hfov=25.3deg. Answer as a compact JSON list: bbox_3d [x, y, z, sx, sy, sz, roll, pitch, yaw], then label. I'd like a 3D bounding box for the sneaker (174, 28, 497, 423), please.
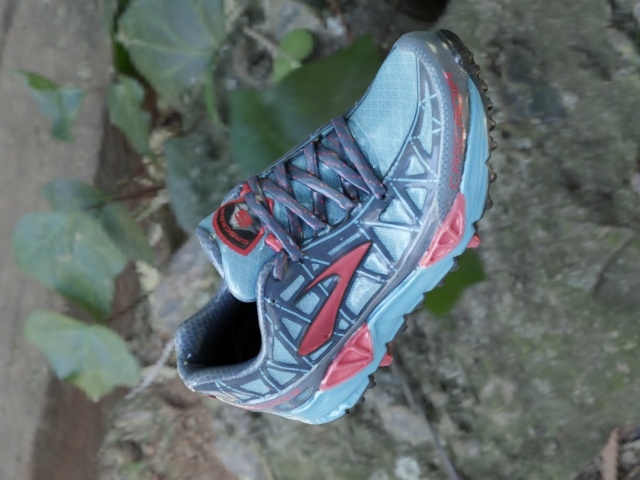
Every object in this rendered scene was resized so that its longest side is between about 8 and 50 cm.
[{"bbox_3d":[0.000,0.000,0.777,0.262,0.125,0.104,-64,35,27],"label":"sneaker"}]
